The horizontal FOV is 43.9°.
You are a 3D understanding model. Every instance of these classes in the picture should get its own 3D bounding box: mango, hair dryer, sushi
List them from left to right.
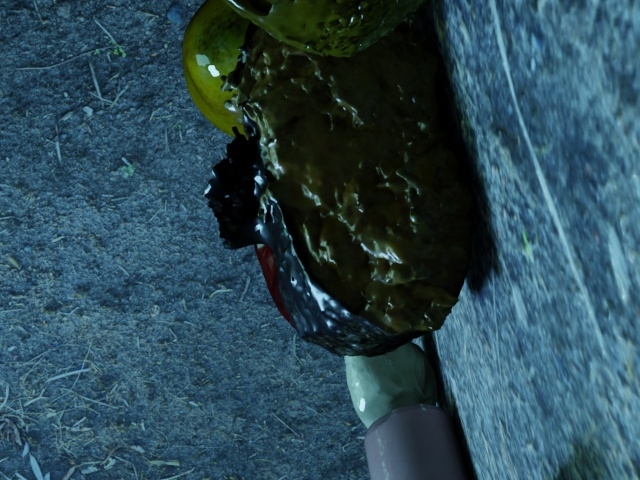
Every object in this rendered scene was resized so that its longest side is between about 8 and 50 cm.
[{"bbox_3d":[-0.054,-0.234,1.015,0.378,0.264,0.221,-50,-49,-81],"label":"mango"},{"bbox_3d":[0.009,-0.064,0.726,0.207,0.234,0.348,86,169,-73],"label":"sushi"},{"bbox_3d":[0.154,0.388,1.079,0.352,0.125,0.210,69,-172,-52],"label":"hair dryer"}]

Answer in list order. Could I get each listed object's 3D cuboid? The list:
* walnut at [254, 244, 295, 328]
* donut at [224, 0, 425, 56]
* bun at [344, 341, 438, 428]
[{"bbox_3d":[0.000,0.000,1.089,0.221,0.244,0.269,-57,44,17],"label":"walnut"},{"bbox_3d":[-0.037,-0.233,0.559,0.272,0.107,0.272,36,-160,-15],"label":"donut"},{"bbox_3d":[0.110,0.193,1.130,0.183,0.102,0.183,49,-152,-39],"label":"bun"}]
